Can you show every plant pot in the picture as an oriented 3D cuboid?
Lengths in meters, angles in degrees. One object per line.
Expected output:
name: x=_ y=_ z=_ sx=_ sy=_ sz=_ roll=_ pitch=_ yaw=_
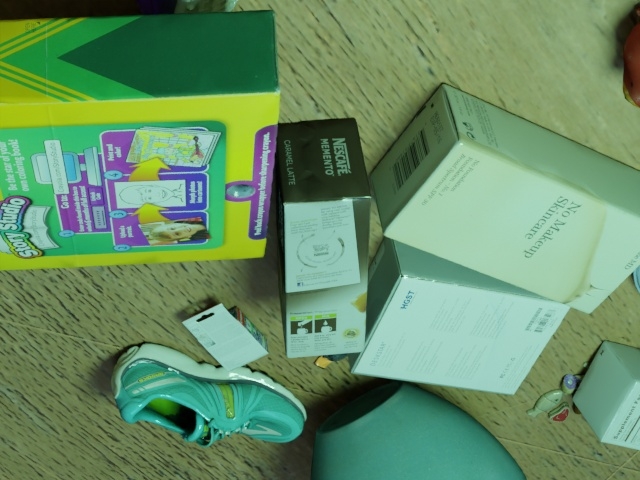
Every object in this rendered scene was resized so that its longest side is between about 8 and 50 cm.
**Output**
plant pot: x=0.100 y=0.304 z=1.862 sx=0.290 sy=0.290 sz=0.195 roll=-29 pitch=94 yaw=18

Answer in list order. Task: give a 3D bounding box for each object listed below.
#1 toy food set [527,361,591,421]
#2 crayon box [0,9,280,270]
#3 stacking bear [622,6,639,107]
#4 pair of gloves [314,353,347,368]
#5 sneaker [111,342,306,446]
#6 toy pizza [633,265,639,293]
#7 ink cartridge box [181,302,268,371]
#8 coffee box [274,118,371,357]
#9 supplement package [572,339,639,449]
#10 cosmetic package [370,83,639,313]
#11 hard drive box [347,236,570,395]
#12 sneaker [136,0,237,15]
toy food set: x=0.357 y=0.222 z=1.968 sx=0.078 sy=0.019 sz=0.122 roll=21 pitch=127 yaw=-26
crayon box: x=-0.208 y=-0.093 z=1.441 sx=0.313 sy=0.106 sz=0.363 roll=-2 pitch=154 yaw=-6
stacking bear: x=0.444 y=-0.146 z=1.547 sx=0.289 sy=0.175 sz=0.164 roll=36 pitch=121 yaw=-26
pair of gloves: x=0.004 y=0.136 z=1.835 sx=0.083 sy=0.010 sz=0.074 roll=30 pitch=122 yaw=-33
sneaker: x=-0.146 y=0.227 z=1.828 sx=0.275 sy=0.110 sz=0.107 roll=16 pitch=128 yaw=-24
toy pizza: x=0.497 y=0.018 z=1.789 sx=0.201 sy=0.032 sz=0.201 roll=-4 pitch=134 yaw=-4
ink cartridge box: x=-0.122 y=0.116 z=1.783 sx=0.063 sy=0.029 sz=0.115 roll=-26 pitch=131 yaw=15
coffee box: x=0.000 y=0.000 z=1.615 sx=0.098 sy=0.141 sz=0.246 roll=-4 pitch=134 yaw=-5
supplement package: x=0.457 y=0.221 z=1.910 sx=0.179 sy=0.105 sz=0.105 roll=15 pitch=114 yaw=-22
cosmetic package: x=0.231 y=-0.043 z=1.633 sx=0.309 sy=0.113 sz=0.160 roll=20 pitch=127 yaw=-24
hard drive box: x=0.169 y=0.094 z=1.767 sx=0.232 sy=0.089 sz=0.181 roll=10 pitch=131 yaw=-19
sneaker: x=-0.158 y=-0.294 z=1.343 sx=0.102 sy=0.146 sz=0.293 roll=-48 pitch=166 yaw=-20
